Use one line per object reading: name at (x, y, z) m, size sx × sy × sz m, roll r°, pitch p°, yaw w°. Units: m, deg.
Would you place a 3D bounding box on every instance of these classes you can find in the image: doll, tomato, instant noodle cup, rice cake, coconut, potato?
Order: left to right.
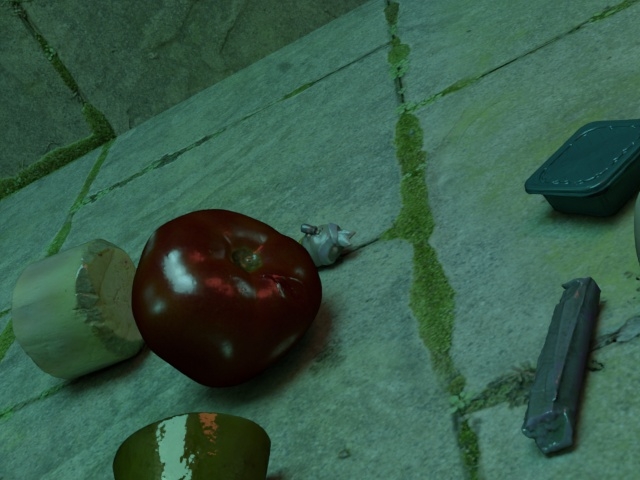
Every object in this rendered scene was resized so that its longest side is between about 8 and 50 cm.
coconut at (-0.444, 0.129, 1.843) m, size 0.244 × 0.239 × 0.239 m, roll -19°, pitch 27°, yaw 28°
potato at (-0.159, 0.321, 1.236) m, size 0.203 × 0.178 × 0.158 m, roll -5°, pitch 43°, yaw 1°
tomato at (-0.153, 0.091, 1.559) m, size 0.299 × 0.298 × 0.226 m, roll -65°, pitch 0°, yaw -51°
doll at (0.000, 0.000, 1.729) m, size 0.127 × 0.084 × 0.073 m, roll -23°, pitch 25°, yaw 37°
rice cake at (0.285, 0.135, 1.175) m, size 0.055 × 0.049 × 0.270 m, roll -41°, pitch 13°, yaw 40°
instant noodle cup at (0.402, -0.101, 1.460) m, size 0.179 × 0.070 × 0.157 m, roll -43°, pitch 25°, yaw -22°

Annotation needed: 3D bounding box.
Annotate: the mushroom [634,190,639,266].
mushroom at (0.444, 0.003, 1.087) m, size 0.236 × 0.173 × 0.162 m, roll -18°, pitch 30°, yaw 27°
